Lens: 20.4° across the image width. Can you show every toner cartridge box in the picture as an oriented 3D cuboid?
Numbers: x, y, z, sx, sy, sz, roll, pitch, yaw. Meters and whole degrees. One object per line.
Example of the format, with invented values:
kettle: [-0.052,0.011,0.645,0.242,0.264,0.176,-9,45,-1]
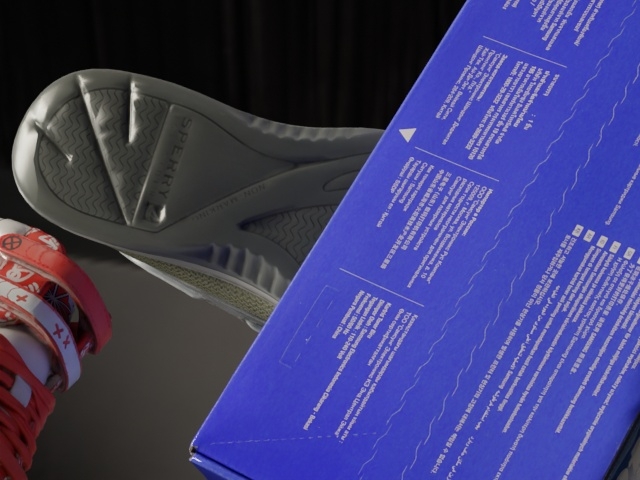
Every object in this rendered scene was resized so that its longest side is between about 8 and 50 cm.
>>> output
toner cartridge box: [0.105,-0.005,0.789,0.165,0.075,0.348,25,72,22]

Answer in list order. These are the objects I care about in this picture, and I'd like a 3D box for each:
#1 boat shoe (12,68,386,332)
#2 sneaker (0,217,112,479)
boat shoe: [-0.002,0.002,0.921,0.320,0.103,0.118,17,80,11]
sneaker: [-0.151,0.063,0.772,0.145,0.090,0.270,-37,24,-14]
